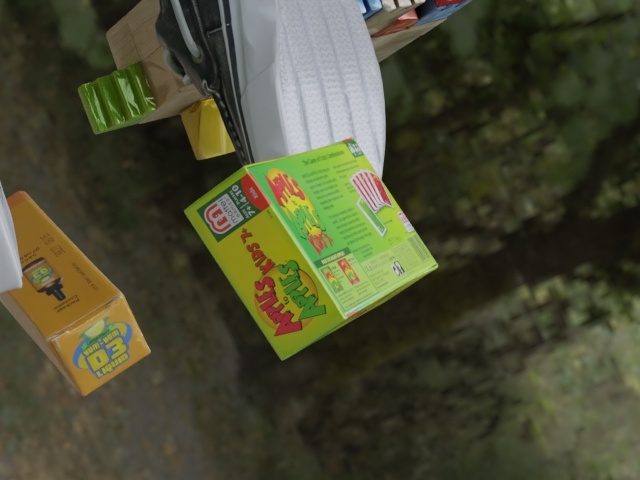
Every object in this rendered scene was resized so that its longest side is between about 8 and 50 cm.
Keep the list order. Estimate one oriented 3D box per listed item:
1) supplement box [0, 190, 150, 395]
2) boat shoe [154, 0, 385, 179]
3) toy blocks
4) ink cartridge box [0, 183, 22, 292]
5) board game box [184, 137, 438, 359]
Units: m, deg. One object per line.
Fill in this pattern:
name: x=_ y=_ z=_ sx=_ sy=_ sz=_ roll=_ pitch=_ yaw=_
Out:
supplement box: x=-0.240 y=0.043 z=1.601 sx=0.233 sy=0.078 sz=0.080 roll=39 pitch=-23 yaw=52
boat shoe: x=-0.049 y=-0.147 z=1.210 sx=0.121 sy=0.119 sz=0.335 roll=-2 pitch=77 yaw=-53
toy blocks: x=-0.012 y=-0.221 z=1.695 sx=0.381 sy=0.261 sz=0.191 roll=-17 pitch=84 yaw=-33
ink cartridge box: x=-0.394 y=-0.065 z=1.249 sx=0.130 sy=0.309 sz=0.272 roll=-117 pitch=-167 yaw=-61
board game box: x=0.000 y=0.000 z=0.981 sx=0.092 sy=0.043 sz=0.181 roll=56 pitch=19 yaw=4
